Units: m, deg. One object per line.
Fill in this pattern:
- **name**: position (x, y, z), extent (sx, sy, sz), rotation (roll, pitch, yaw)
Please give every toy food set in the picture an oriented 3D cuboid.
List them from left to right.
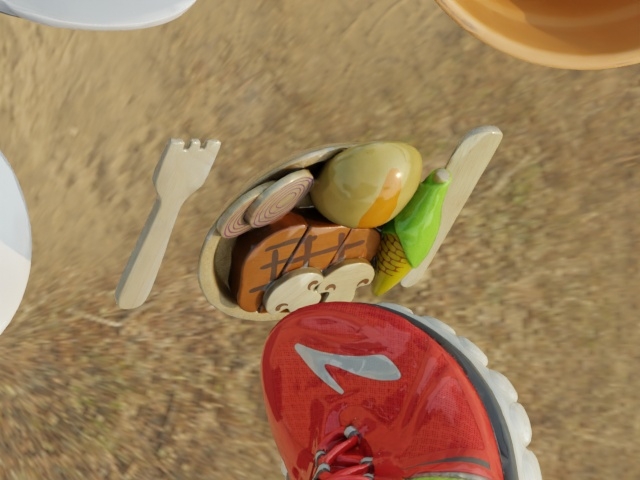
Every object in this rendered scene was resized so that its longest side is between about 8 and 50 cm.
- **toy food set**: position (0.000, 0.000, 0.870), extent (0.192, 0.132, 0.038), rotation (-5, 48, -32)

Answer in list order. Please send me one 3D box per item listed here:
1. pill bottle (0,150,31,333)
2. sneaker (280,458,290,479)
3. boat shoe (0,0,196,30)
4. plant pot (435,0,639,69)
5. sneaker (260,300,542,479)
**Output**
- **pill bottle**: position (-0.312, 0.023, 0.983), extent (0.188, 0.334, 0.188), rotation (12, 73, -41)
- **sneaker**: position (0.059, 0.155, 1.035), extent (0.153, 0.235, 0.094), rotation (42, 106, -5)
- **boat shoe**: position (-0.158, -0.127, 0.687), extent (0.228, 0.076, 0.080), rotation (8, 84, -10)
- **plant pot**: position (0.167, -0.286, 1.204), extent (0.291, 0.203, 0.291), rotation (-5, 116, -10)
- **sneaker**: position (0.029, 0.113, 0.702), extent (0.118, 0.279, 0.107), rotation (25, 115, -39)
